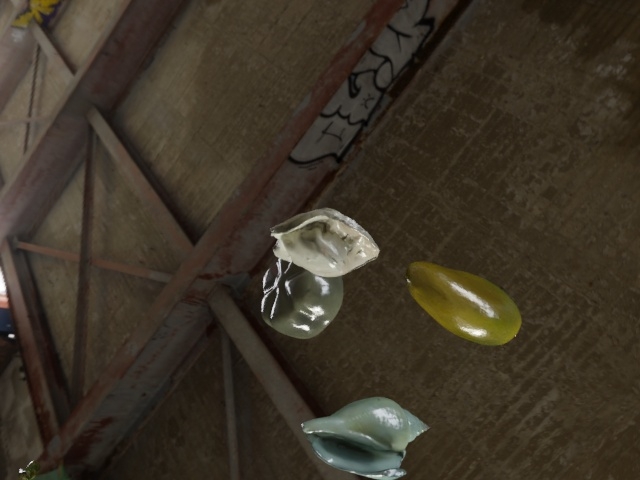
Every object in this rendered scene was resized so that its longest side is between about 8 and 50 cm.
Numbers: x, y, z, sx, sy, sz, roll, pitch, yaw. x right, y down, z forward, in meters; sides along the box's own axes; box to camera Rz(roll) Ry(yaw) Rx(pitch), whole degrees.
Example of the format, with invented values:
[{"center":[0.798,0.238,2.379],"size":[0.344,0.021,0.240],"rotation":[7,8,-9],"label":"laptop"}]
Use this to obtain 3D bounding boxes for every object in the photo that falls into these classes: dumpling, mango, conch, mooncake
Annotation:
[{"center":[0.000,0.000,0.804],"size":[0.199,0.136,0.118],"rotation":[-4,-125,17],"label":"dumpling"},{"center":[0.217,0.099,0.700],"size":[0.122,0.191,0.085],"rotation":[-95,-152,-53],"label":"mango"},{"center":[0.061,0.226,0.523],"size":[0.065,0.180,0.088],"rotation":[-48,-135,45],"label":"conch"},{"center":[-0.061,0.132,1.259],"size":[0.275,0.135,0.274],"rotation":[-33,-136,40],"label":"mooncake"}]

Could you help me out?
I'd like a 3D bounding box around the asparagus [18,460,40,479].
[{"center":[-0.494,0.393,0.779],"size":[0.025,0.021,0.108],"rotation":[63,-27,5],"label":"asparagus"}]
